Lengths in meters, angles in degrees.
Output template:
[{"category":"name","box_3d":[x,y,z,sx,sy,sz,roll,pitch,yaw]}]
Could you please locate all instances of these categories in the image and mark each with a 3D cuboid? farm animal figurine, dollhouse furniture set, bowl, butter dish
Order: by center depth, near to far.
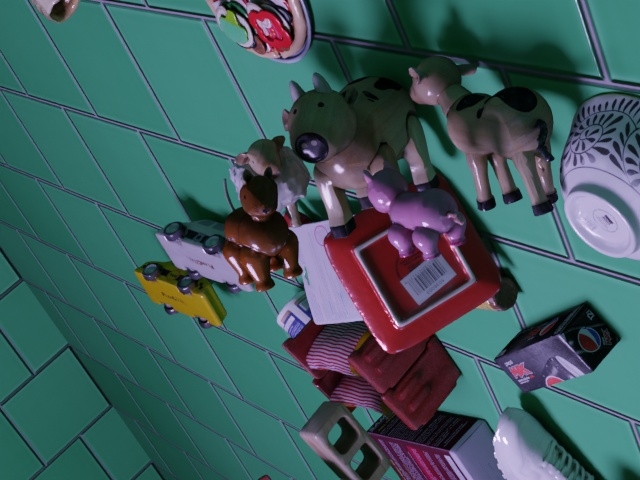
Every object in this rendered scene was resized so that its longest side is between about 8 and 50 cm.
[{"category":"bowl","box_3d":[0.267,-0.038,1.088,0.170,0.080,0.170,38,155,21]},{"category":"farm animal figurine","box_3d":[0.051,-0.095,1.203,0.327,0.330,0.172,-81,-26,-74]},{"category":"butter dish","box_3d":[0.097,0.024,1.409,0.160,0.160,0.118,59,174,-6]},{"category":"dollhouse furniture set","box_3d":[-0.006,0.252,1.673,0.152,0.374,0.201,50,156,-20]}]

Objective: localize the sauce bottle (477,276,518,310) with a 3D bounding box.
[{"category":"sauce bottle","box_3d":[0.178,0.059,1.455,0.042,0.042,0.128,56,157,-21]}]

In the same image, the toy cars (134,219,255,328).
[{"category":"toy cars","box_3d":[-0.194,0.043,2.037,0.176,0.087,0.394,42,154,-1]}]

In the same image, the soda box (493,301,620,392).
[{"category":"soda box","box_3d":[0.263,0.124,1.395,0.060,0.053,0.169,47,158,0]}]

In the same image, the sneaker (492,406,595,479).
[{"category":"sneaker","box_3d":[0.304,0.302,1.601,0.095,0.090,0.235,-3,131,46]}]

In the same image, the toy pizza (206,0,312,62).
[{"category":"toy pizza","box_3d":[-0.090,-0.277,1.384,0.201,0.032,0.201,38,156,20]}]

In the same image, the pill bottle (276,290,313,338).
[{"category":"pill bottle","box_3d":[-0.002,0.137,1.867,0.120,0.067,0.067,41,157,15]}]

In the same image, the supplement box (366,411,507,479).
[{"category":"supplement box","box_3d":[0.183,0.322,1.838,0.130,0.073,0.239,55,155,-18]}]

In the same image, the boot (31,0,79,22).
[{"category":"boot","box_3d":[-0.394,-0.407,1.624,0.203,0.095,0.262,46,159,4]}]

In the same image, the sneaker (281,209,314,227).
[{"category":"sneaker","box_3d":[0.000,0.000,1.669,0.118,0.042,0.067,45,163,-14]}]

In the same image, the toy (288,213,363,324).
[{"category":"toy","box_3d":[0.063,0.030,1.573,0.237,0.056,0.137,-9,99,54]}]
